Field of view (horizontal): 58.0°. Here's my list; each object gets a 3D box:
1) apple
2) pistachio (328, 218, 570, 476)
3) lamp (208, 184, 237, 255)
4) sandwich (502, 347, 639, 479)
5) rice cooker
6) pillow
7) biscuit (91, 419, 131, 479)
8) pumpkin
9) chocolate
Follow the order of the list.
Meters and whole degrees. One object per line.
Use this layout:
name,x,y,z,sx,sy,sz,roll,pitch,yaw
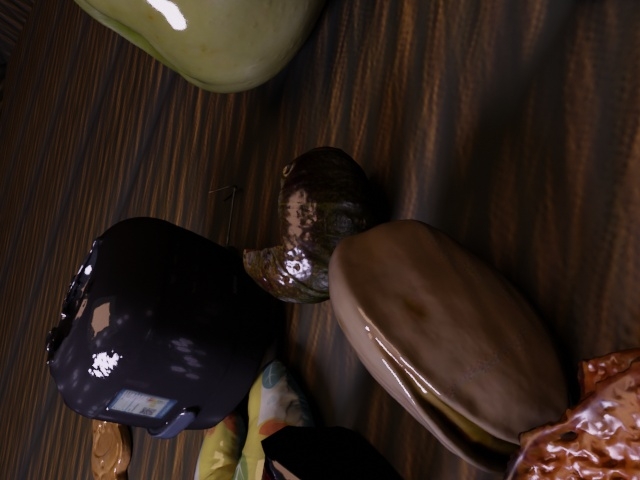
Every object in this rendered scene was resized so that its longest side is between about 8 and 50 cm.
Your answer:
apple,-0.147,-0.377,0.737,0.357,0.357,0.357,-17,67,47
pistachio,0.099,0.079,0.475,0.238,0.153,0.137,46,129,17
lamp,-0.144,-0.021,0.876,0.054,0.041,0.121,-18,69,38
sandwich,0.231,0.137,0.327,0.292,0.109,0.212,-43,43,32
rice cooker,-0.211,0.112,0.743,0.267,0.224,0.267,-40,39,42
pillow,-0.085,0.276,0.694,0.233,0.086,0.214,-48,37,35
biscuit,-0.390,0.375,1.068,0.144,0.040,0.236,-39,50,45
pumpkin,0.000,0.000,0.629,0.107,0.119,0.183,50,124,46
chocolate,0.002,0.240,0.559,0.125,0.149,0.080,-82,12,-79
